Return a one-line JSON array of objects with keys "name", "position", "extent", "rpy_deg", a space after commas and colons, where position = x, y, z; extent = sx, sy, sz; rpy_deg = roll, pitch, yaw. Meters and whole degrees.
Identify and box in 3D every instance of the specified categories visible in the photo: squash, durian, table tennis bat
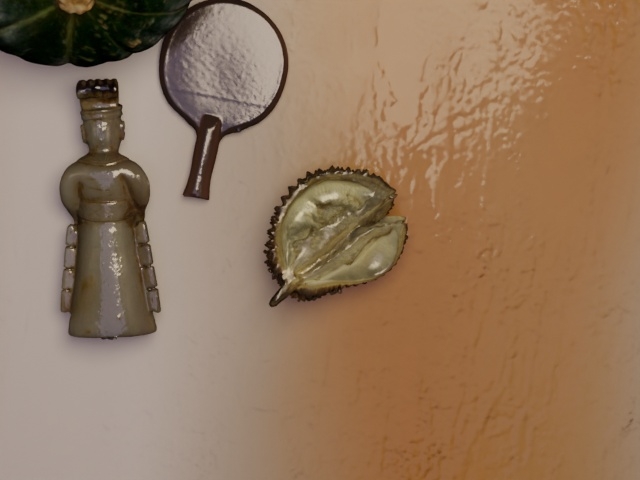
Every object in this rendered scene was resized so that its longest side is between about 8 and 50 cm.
[{"name": "squash", "position": [-0.190, -0.236, 1.141], "extent": [0.218, 0.218, 0.172], "rpy_deg": [-26, 54, 3]}, {"name": "durian", "position": [0.001, 0.002, 1.221], "extent": [0.110, 0.071, 0.140], "rpy_deg": [46, 81, -9]}, {"name": "table tennis bat", "position": [-0.087, -0.114, 1.186], "extent": [0.107, 0.119, 0.170], "rpy_deg": [12, 95, -1]}]

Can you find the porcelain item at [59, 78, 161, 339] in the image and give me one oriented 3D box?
[{"name": "porcelain item", "position": [-0.179, -0.027, 1.227], "extent": [0.084, 0.054, 0.213], "rpy_deg": [-3, 97, -2]}]
